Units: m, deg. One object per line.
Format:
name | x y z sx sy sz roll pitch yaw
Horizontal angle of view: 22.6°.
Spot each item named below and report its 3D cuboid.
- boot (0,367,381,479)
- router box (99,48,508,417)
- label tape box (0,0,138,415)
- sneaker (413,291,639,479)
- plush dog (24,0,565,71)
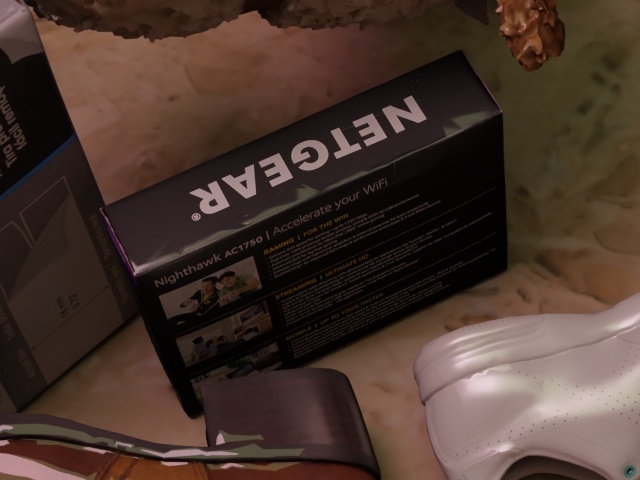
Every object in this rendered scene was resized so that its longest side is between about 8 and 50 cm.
boot | -0.080 0.212 0.664 0.264 0.096 0.280 -8 63 -7
router box | 0.000 0.000 0.745 0.179 0.133 0.046 -24 57 -9
label tape box | -0.251 0.047 0.686 0.334 0.240 0.106 -41 62 -17
sneaker | 0.154 0.071 0.722 0.212 0.080 0.094 -15 68 5
plush dog | -0.029 -0.147 0.664 0.225 0.262 0.210 -15 85 -12
